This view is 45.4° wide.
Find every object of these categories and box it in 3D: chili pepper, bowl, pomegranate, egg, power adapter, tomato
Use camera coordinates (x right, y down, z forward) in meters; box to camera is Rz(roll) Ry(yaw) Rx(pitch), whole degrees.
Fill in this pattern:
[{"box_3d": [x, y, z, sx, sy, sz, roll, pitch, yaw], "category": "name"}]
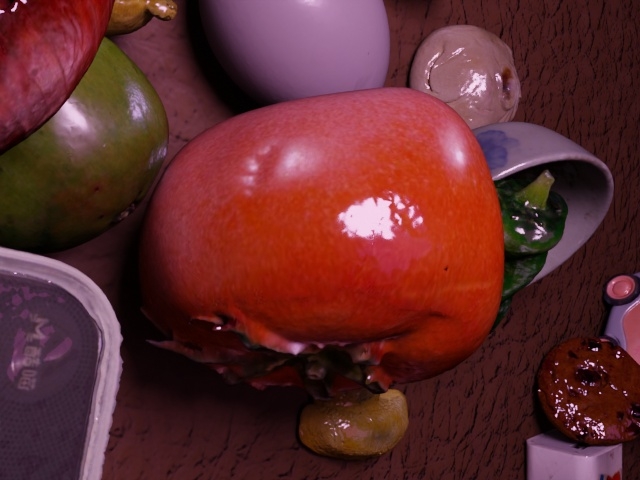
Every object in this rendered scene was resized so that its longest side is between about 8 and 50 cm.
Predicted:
[{"box_3d": [0.190, 0.024, 0.856, 0.136, 0.270, 0.099, -2, 53, -22], "category": "chili pepper"}, {"box_3d": [0.207, -0.050, 0.979, 0.289, 0.289, 0.146, 13, 40, -43], "category": "bowl"}, {"box_3d": [-0.231, -0.099, 0.597, 0.225, 0.187, 0.187, 43, 60, -8], "category": "pomegranate"}, {"box_3d": [-0.020, -0.216, 0.776, 0.232, 0.176, 0.176, 48, 60, -41], "category": "egg"}, {"box_3d": [0.410, 0.424, 1.234, 0.130, 0.125, 0.205, -5, 94, -44], "category": "power adapter"}, {"box_3d": [0.000, 0.000, 0.720, 0.341, 0.341, 0.273, 25, 56, -41], "category": "tomato"}]

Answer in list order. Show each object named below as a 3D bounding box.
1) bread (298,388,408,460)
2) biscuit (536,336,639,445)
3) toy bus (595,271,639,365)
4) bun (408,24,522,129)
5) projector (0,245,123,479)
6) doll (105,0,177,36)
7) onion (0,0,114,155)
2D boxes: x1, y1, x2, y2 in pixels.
[{"box_3d": [0.060, 0.197, 0.944, 0.187, 0.065, 0.150, 19, 74, -40], "category": "bread"}, {"box_3d": [0.443, 0.243, 1.237, 0.192, 0.192, 0.049, -53, 164, -28], "category": "biscuit"}, {"box_3d": [0.623, 0.198, 1.361, 0.194, 0.232, 0.288, 47, 59, -37], "category": "toy bus"}, {"box_3d": [0.206, -0.206, 1.029, 0.166, 0.113, 0.173, -9, 95, -42], "category": "bun"}, {"box_3d": [-0.301, 0.113, 0.472, 0.248, 0.249, 0.248, 15, 82, -42], "category": "projector"}, {"box_3d": [-0.222, -0.228, 0.611, 0.209, 0.137, 0.097, 7, 112, -48], "category": "doll"}, {"box_3d": [-0.243, -0.125, 0.430, 0.272, 0.272, 0.195, -50, 158, -30], "category": "onion"}]
